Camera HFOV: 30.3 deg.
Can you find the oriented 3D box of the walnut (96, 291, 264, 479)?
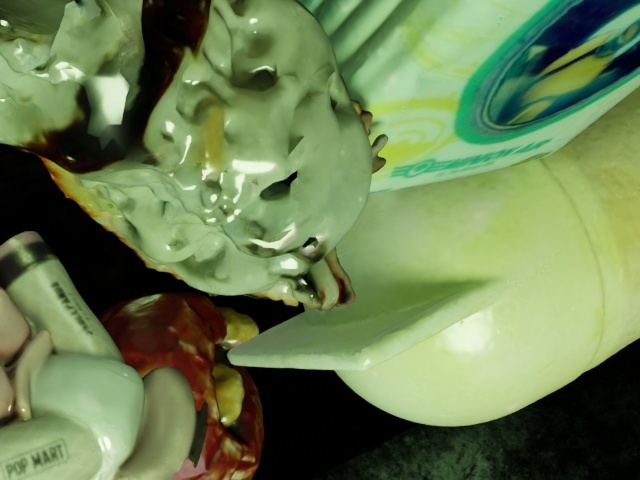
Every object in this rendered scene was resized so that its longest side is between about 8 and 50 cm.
[{"bbox_3d":[-0.183,0.166,1.126,0.269,0.243,0.221,-25,125,18],"label":"walnut"}]

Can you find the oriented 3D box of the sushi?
[{"bbox_3d":[-0.088,-0.080,0.492,0.130,0.124,0.332,4,156,37],"label":"sushi"}]

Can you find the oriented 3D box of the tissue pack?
[{"bbox_3d":[0.144,-0.187,0.647,0.287,0.162,0.388,-14,158,-45],"label":"tissue pack"}]

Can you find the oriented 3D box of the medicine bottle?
[{"bbox_3d":[0.137,0.010,0.940,0.406,0.235,0.235,-25,163,-28],"label":"medicine bottle"}]

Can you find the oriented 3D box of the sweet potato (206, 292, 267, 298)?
[{"bbox_3d":[0.000,0.004,1.135,0.233,0.062,0.081,-24,147,1],"label":"sweet potato"}]

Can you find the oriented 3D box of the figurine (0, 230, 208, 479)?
[{"bbox_3d":[-0.275,0.188,0.903,0.361,0.211,0.253,-37,-161,36],"label":"figurine"}]
